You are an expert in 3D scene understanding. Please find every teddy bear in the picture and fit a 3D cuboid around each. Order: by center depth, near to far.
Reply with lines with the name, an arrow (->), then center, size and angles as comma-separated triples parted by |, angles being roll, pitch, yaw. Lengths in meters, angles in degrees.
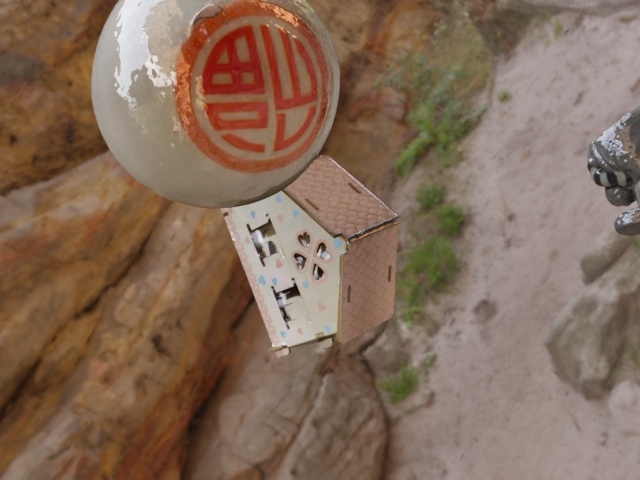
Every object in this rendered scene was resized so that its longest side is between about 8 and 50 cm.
teddy bear -> 0.502, -0.079, 1.257 | 0.144, 0.171, 0.250 | 94, 157, -66

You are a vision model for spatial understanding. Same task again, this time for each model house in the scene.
model house -> 0.000, 0.000, 1.237 | 0.169, 0.325, 0.244 | -19, -3, -42

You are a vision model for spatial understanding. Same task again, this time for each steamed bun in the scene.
steamed bun -> -0.100, -0.168, 0.897 | 0.283, 0.283, 0.177 | -59, 32, -6
